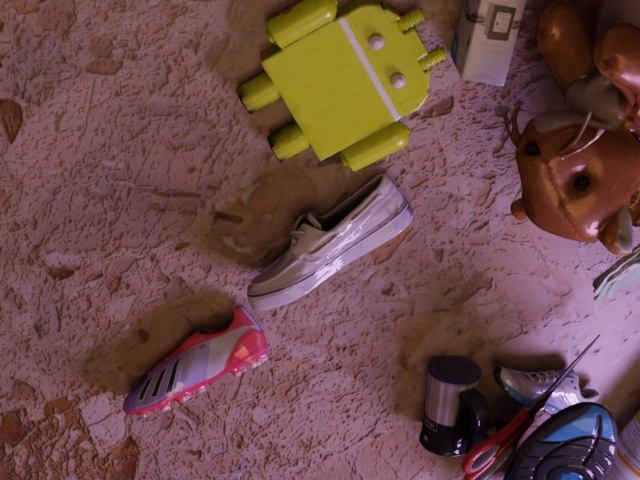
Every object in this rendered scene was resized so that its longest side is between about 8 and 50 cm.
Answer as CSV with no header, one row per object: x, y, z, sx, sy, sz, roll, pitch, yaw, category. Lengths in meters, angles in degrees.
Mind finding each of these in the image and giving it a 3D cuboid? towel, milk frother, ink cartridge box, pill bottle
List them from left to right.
0.235,0.254,1.838,0.143,0.129,0.135,-23,127,-42,milk frother
0.223,-0.304,1.541,0.060,0.104,0.180,8,115,-7,ink cartridge box
0.536,0.315,1.867,0.117,0.117,0.215,26,112,-16,pill bottle
0.525,-0.024,1.579,0.248,0.038,0.325,-20,164,-27,towel

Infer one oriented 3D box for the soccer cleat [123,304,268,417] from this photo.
-0.194,0.185,1.783,0.248,0.083,0.095,-26,86,14,soccer cleat

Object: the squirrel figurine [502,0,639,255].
0.407,-0.143,1.503,0.397,0.281,0.370,37,78,-47,squirrel figurine

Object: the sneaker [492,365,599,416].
0.351,0.223,1.842,0.190,0.071,0.083,26,106,-25,sneaker

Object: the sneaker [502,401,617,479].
0.343,0.321,1.791,0.125,0.140,0.341,21,139,-2,sneaker

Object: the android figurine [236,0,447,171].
0.033,-0.216,1.600,0.273,0.056,0.248,-25,115,11,android figurine

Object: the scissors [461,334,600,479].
0.319,0.260,1.797,0.297,0.021,0.109,-43,145,-6,scissors

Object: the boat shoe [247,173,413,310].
0.000,0.000,1.685,0.267,0.096,0.088,-30,111,10,boat shoe
